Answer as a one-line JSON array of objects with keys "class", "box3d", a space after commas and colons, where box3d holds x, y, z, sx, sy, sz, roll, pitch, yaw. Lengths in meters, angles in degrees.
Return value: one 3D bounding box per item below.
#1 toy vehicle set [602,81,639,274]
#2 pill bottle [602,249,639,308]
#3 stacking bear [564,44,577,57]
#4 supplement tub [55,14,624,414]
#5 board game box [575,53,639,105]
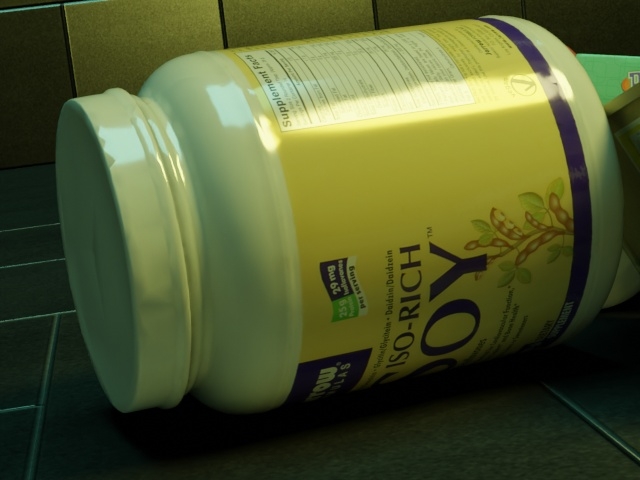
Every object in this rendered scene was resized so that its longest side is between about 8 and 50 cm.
[{"class": "toy vehicle set", "box3d": [0.246, -0.031, 0.882, 0.035, 0.166, 0.267, -32, -1, -10]}, {"class": "pill bottle", "box3d": [0.212, -0.021, 1.165, 0.121, 0.121, 0.216, -6, 10, 2]}, {"class": "stacking bear", "box3d": [0.319, -0.072, 1.306, 0.175, 0.164, 0.289, 15, 9, -30]}, {"class": "supplement tub", "box3d": [0.008, -0.017, 0.928, 0.331, 0.241, 0.241, -11, 10, -21]}, {"class": "board game box", "box3d": [0.296, -0.098, 1.085, 0.160, 0.047, 0.210, 6, -4, 21]}]
